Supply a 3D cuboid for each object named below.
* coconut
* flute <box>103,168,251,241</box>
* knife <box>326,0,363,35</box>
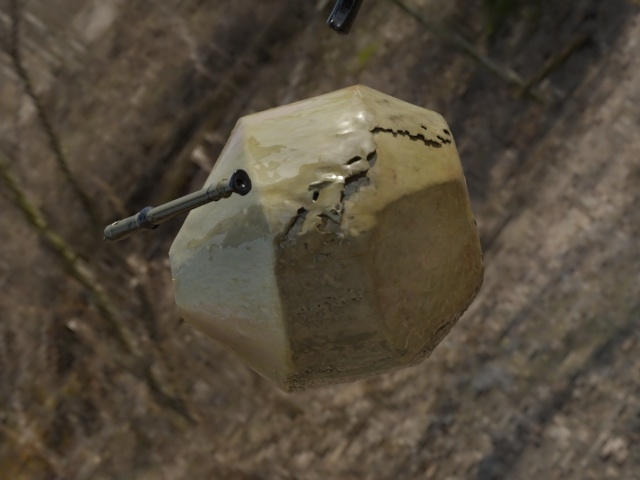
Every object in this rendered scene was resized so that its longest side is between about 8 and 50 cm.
[{"bbox_3d":[0.000,0.000,1.779,0.352,0.352,0.352,-50,14,17],"label":"coconut"},{"bbox_3d":[-0.148,-0.032,1.660,0.233,0.027,0.027,-19,35,48],"label":"flute"},{"bbox_3d":[0.063,-0.341,1.853,0.230,0.028,0.060,-65,-11,-3],"label":"knife"}]
